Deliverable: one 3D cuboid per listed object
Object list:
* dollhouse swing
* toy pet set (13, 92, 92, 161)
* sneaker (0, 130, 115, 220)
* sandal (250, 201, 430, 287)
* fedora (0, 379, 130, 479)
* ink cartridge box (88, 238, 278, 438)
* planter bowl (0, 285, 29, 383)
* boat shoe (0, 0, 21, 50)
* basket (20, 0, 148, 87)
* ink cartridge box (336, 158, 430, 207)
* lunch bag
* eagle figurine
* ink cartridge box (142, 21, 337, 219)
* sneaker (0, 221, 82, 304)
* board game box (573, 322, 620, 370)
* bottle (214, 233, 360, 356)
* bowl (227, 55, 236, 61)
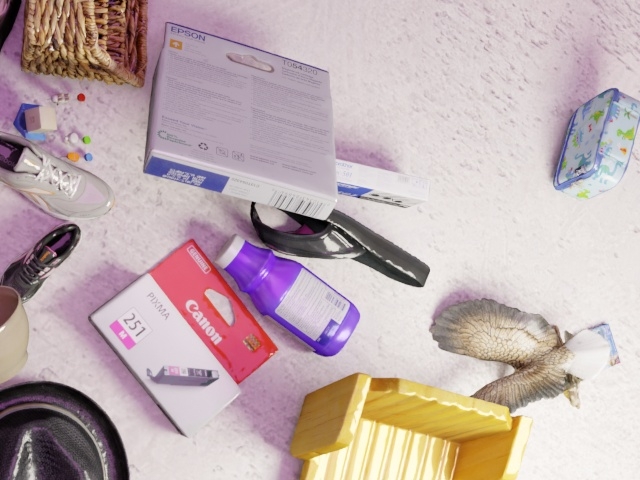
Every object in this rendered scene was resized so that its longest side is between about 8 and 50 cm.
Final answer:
[{"bbox_3d":[0.139,0.439,1.599,0.347,0.315,0.304,18,64,-18],"label":"dollhouse swing"},{"bbox_3d":[-0.466,-0.195,1.589,0.114,0.065,0.122,-4,87,-57],"label":"toy pet set"},{"bbox_3d":[-0.469,-0.109,1.530,0.263,0.121,0.099,22,76,-18],"label":"sneaker"},{"bbox_3d":[0.002,0.001,1.680,0.446,0.167,0.107,28,80,-16],"label":"sandal"},{"bbox_3d":[-0.441,0.392,1.452,0.334,0.152,0.333,3,83,-24],"label":"fedora"},{"bbox_3d":[-0.231,0.169,1.622,0.239,0.060,0.275,-40,98,-20],"label":"ink cartridge box"},{"bbox_3d":[-0.535,0.164,1.461,0.162,0.162,0.109,-33,126,-22],"label":"planter bowl"},{"bbox_3d":[-0.598,-0.320,1.518,0.120,0.122,0.323,18,69,-13],"label":"boat shoe"},{"bbox_3d":[-0.384,-0.434,1.556,0.223,0.213,0.299,5,82,-20],"label":"basket"},{"bbox_3d":[0.098,-0.109,1.767,0.207,0.097,0.046,11,79,-21],"label":"ink cartridge box"},{"bbox_3d":[0.579,-0.199,1.930,0.090,0.176,0.218,24,73,-12],"label":"lunch bag"},{"bbox_3d":[0.388,0.249,1.790,0.298,0.226,0.225,12,99,-25],"label":"eagle figurine"},{"bbox_3d":[-0.133,-0.210,1.587,0.324,0.071,0.330,14,47,-19],"label":"ink cartridge box"},{"bbox_3d":[-0.471,0.032,1.534,0.072,0.077,0.178,39,72,-11],"label":"sneaker"},{"bbox_3d":[0.592,0.234,1.959,0.090,0.020,0.090,-18,90,-21],"label":"board game box"},{"bbox_3d":[-0.064,0.096,1.678,0.283,0.092,0.118,37,71,-13],"label":"bottle"},{"bbox_3d":[-0.218,-0.260,1.671,0.170,0.080,0.170,3,82,-22],"label":"bowl"}]
